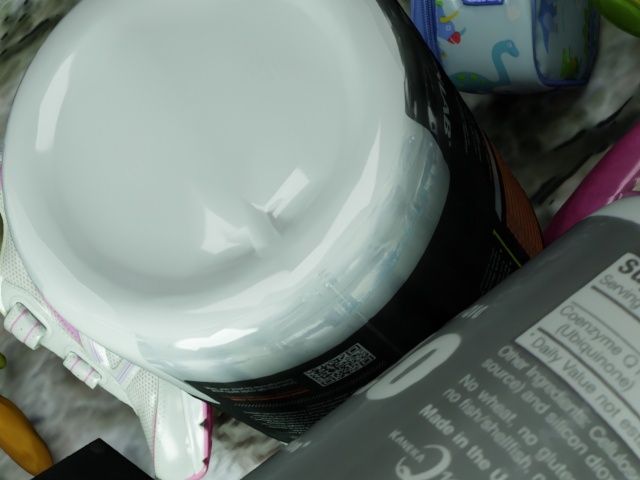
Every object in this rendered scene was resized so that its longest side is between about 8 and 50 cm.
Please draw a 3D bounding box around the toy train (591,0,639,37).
[{"bbox_3d":[0.204,-0.177,0.922,0.143,0.105,0.248,-54,23,-6],"label":"toy train"}]

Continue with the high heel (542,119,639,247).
[{"bbox_3d":[0.215,-0.075,0.948,0.117,0.082,0.244,7,67,53],"label":"high heel"}]

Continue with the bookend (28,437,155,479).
[{"bbox_3d":[-0.172,0.227,0.968,0.072,0.156,0.157,33,130,26],"label":"bookend"}]

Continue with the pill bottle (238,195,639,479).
[{"bbox_3d":[0.128,0.109,0.714,0.361,0.204,0.204,-36,63,-14],"label":"pill bottle"}]

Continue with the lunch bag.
[{"bbox_3d":[0.107,-0.194,0.931,0.090,0.176,0.218,1,97,20],"label":"lunch bag"}]

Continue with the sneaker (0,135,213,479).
[{"bbox_3d":[-0.141,0.037,0.983,0.111,0.103,0.252,-23,83,-4],"label":"sneaker"}]

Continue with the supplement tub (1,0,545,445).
[{"bbox_3d":[0.000,0.000,0.841,0.207,0.338,0.207,-6,70,18],"label":"supplement tub"}]

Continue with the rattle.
[{"bbox_3d":[-0.187,0.029,1.054,0.143,0.130,0.199,25,56,15],"label":"rattle"}]
